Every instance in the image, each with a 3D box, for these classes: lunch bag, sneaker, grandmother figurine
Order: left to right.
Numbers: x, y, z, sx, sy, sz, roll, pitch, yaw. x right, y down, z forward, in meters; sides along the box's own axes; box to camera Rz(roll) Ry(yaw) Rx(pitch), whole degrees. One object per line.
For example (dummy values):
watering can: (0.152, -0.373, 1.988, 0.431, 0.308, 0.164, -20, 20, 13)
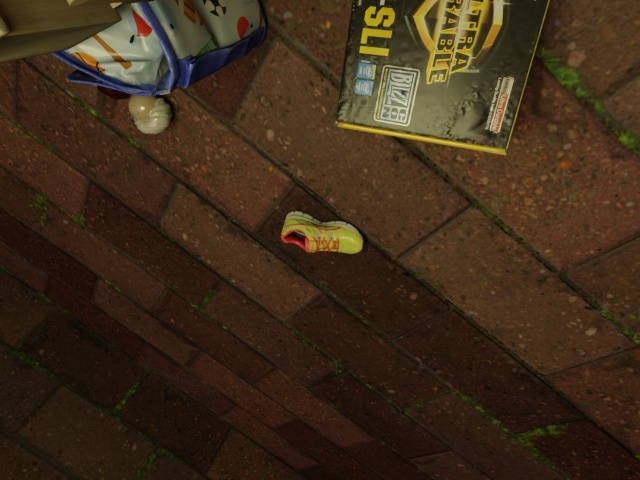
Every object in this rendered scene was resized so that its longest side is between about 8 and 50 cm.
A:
grandmother figurine: (-0.447, -0.383, 0.878, 0.207, 0.104, 0.342, -12, 119, 44)
lunch bag: (-0.296, -0.400, 0.623, 0.385, 0.328, 0.239, 38, 130, -10)
sneaker: (0.000, 0.000, 0.981, 0.208, 0.094, 0.081, 13, 131, 14)

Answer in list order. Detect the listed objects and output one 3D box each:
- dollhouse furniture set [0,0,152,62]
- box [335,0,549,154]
dollhouse furniture set: (-0.350, -0.362, 0.362, 0.303, 0.174, 0.356, -11, 118, 22)
box: (0.172, -0.305, 0.576, 0.257, 0.079, 0.322, 15, 111, 17)
